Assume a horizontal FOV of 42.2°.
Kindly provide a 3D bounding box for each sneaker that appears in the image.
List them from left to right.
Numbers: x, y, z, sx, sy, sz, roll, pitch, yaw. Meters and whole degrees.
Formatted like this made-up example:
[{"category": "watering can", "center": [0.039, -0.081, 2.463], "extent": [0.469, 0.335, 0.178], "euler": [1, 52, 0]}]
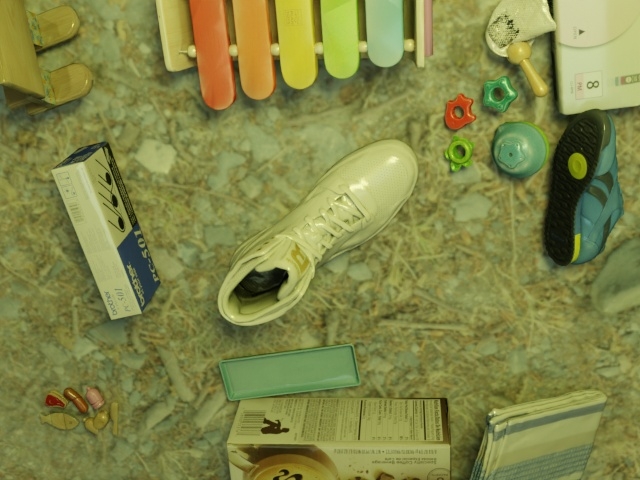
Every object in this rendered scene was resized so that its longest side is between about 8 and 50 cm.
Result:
[{"category": "sneaker", "center": [0.000, 0.000, 1.002], "extent": [0.292, 0.169, 0.108], "euler": [-38, 102, 17]}, {"category": "sneaker", "center": [0.327, -0.066, 0.997], "extent": [0.082, 0.069, 0.209], "euler": [-14, 126, -20]}]

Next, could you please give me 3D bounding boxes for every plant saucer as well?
[{"category": "plant saucer", "center": [-0.042, 0.182, 1.161], "extent": [0.192, 0.018, 0.067], "euler": [-8, 111, 9]}]

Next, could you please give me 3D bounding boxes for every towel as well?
[{"category": "towel", "center": [0.281, 0.336, 1.143], "extent": [0.209, 0.034, 0.284], "euler": [-5, 118, -29]}]

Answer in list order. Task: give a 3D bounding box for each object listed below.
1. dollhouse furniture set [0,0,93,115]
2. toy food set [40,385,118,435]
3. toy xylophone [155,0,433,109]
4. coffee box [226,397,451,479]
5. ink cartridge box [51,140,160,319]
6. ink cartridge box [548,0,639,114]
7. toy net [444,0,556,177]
[{"category": "dollhouse furniture set", "center": [-0.328, -0.281, 0.897], "extent": [0.161, 0.212, 0.242], "euler": [-17, 83, 13]}, {"category": "toy food set", "center": [-0.350, 0.244, 1.214], "extent": [0.122, 0.019, 0.077], "euler": [11, 113, 9]}, {"category": "toy xylophone", "center": [-0.033, -0.280, 0.917], "extent": [0.323, 0.081, 0.236], "euler": [-5, 110, 19]}, {"category": "coffee box", "center": [0.032, 0.317, 1.154], "extent": [0.297, 0.119, 0.168], "euler": [-1, 112, 6]}, {"category": "ink cartridge box", "center": [-0.269, -0.013, 1.058], "extent": [0.046, 0.097, 0.207], "euler": [-13, 110, 10]}, {"category": "ink cartridge box", "center": [0.377, -0.251, 0.929], "extent": [0.232, 0.066, 0.189], "euler": [-6, 111, 12]}, {"category": "toy net", "center": [0.215, -0.189, 0.978], "extent": [0.122, 0.045, 0.232], "euler": [15, 113, 29]}]
